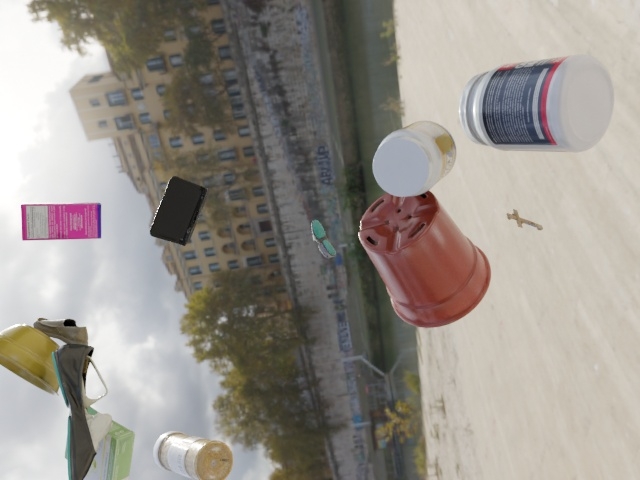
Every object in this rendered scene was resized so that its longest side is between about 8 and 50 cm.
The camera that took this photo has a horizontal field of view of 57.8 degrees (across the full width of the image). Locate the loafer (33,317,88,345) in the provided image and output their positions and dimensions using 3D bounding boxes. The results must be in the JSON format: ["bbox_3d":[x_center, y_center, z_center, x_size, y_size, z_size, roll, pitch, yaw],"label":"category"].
[{"bbox_3d":[-0.580,0.198,1.307,0.056,0.147,0.050,31,-104,-74],"label":"loafer"}]

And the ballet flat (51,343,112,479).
[{"bbox_3d":[-0.479,0.343,1.180,0.095,0.096,0.281,133,125,-66],"label":"ballet flat"}]

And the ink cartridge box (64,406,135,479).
[{"bbox_3d":[-0.512,0.463,1.281,0.056,0.235,0.171,-4,-74,-58],"label":"ink cartridge box"}]

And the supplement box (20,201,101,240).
[{"bbox_3d":[-0.785,-0.061,1.760,0.111,0.219,0.114,-165,76,-65],"label":"supplement box"}]

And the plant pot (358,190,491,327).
[{"bbox_3d":[0.239,0.028,1.408,0.265,0.272,0.272,50,-158,-38],"label":"plant pot"}]

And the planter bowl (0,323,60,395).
[{"bbox_3d":[-0.646,0.249,1.285,0.090,0.217,0.217,-60,-23,-29],"label":"planter bowl"}]

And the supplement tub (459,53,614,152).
[{"bbox_3d":[0.453,-0.286,1.236,0.272,0.191,0.191,16,119,56],"label":"supplement tub"}]

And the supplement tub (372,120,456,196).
[{"bbox_3d":[0.205,-0.177,1.259,0.199,0.144,0.145,-36,-60,-58],"label":"supplement tub"}]

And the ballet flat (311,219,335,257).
[{"bbox_3d":[0.000,0.000,1.586,0.114,0.041,0.041,61,178,10],"label":"ballet flat"}]

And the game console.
[{"bbox_3d":[-0.273,-0.058,1.132,0.107,0.071,0.122,-141,74,-81],"label":"game console"}]

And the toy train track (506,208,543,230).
[{"bbox_3d":[0.394,-0.034,1.126,0.014,0.083,0.048,123,157,-43],"label":"toy train track"}]

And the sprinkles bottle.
[{"bbox_3d":[-0.391,0.652,1.751,0.355,0.121,0.121,-18,78,54],"label":"sprinkles bottle"}]
